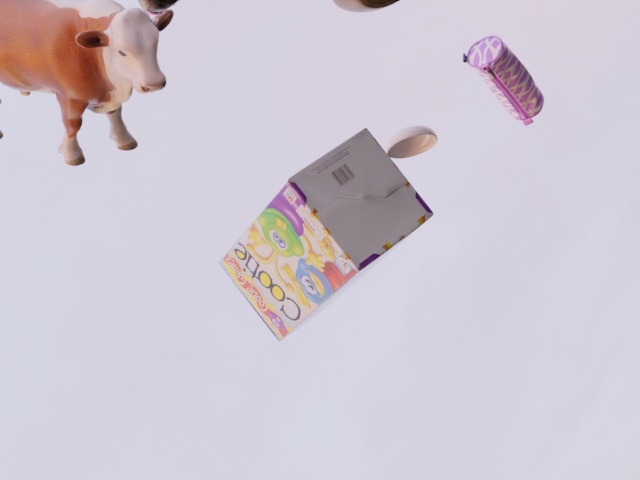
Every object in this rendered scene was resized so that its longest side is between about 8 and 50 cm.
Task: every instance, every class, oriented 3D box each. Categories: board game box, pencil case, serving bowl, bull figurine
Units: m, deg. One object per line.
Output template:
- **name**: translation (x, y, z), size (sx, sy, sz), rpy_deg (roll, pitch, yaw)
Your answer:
- **board game box**: translation (0.000, 0.000, 1.529), size (0.144, 0.142, 0.275), rpy_deg (-35, -5, -31)
- **pencil case**: translation (0.374, -0.324, 2.365), size (0.086, 0.088, 0.206), rpy_deg (-27, -43, 27)
- **serving bowl**: translation (0.140, -0.158, 1.832), size (0.083, 0.027, 0.083), rpy_deg (-14, -19, -5)
- **bull figurine**: translation (-0.274, -0.180, 1.201), size (0.101, 0.310, 0.188), rpy_deg (-45, -32, -46)

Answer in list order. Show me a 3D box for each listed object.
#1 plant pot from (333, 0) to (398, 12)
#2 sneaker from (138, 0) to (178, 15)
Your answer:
- **plant pot**: translation (0.109, -0.389, 1.540), size (0.236, 0.032, 0.236), rpy_deg (-38, -21, -17)
- **sneaker**: translation (-0.090, -0.204, 0.838), size (0.047, 0.057, 0.119), rpy_deg (59, -136, -30)
